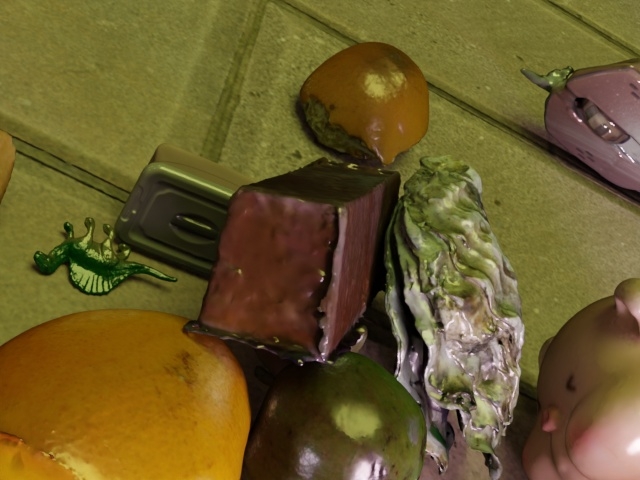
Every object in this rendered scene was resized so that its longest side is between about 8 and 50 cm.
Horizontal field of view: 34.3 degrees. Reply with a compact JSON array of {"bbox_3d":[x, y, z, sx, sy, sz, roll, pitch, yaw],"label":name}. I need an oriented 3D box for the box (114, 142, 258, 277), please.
[{"bbox_3d":[-0.109,-0.027,0.906,0.122,0.089,0.062,22,30,-20],"label":"box"}]

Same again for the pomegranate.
[{"bbox_3d":[0.005,0.143,0.788,0.131,0.152,0.191,11,24,-21],"label":"pomegranate"}]

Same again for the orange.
[{"bbox_3d":[0.060,-0.161,1.159,0.160,0.112,0.170,12,33,-28],"label":"orange"}]

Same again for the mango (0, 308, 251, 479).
[{"bbox_3d":[-0.138,0.121,0.691,0.187,0.138,0.257,11,23,6],"label":"mango"}]

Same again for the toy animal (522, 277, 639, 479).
[{"bbox_3d":[0.286,0.159,0.853,0.247,0.345,0.277,46,68,-6],"label":"toy animal"}]

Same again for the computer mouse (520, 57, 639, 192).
[{"bbox_3d":[0.430,-0.143,1.366,0.389,0.199,0.114,18,54,-23],"label":"computer mouse"}]

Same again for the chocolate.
[{"bbox_3d":[0.000,0.000,0.832,0.112,0.111,0.321,13,12,11],"label":"chocolate"}]

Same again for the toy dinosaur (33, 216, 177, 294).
[{"bbox_3d":[-0.177,0.022,0.857,0.120,0.029,0.060,26,55,-23],"label":"toy dinosaur"}]

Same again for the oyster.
[{"bbox_3d":[0.113,0.061,0.881,0.198,0.112,0.267,-38,121,-82],"label":"oyster"}]

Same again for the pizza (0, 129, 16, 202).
[{"bbox_3d":[-0.395,-0.045,0.689,0.409,0.114,0.277,-9,63,-46],"label":"pizza"}]
